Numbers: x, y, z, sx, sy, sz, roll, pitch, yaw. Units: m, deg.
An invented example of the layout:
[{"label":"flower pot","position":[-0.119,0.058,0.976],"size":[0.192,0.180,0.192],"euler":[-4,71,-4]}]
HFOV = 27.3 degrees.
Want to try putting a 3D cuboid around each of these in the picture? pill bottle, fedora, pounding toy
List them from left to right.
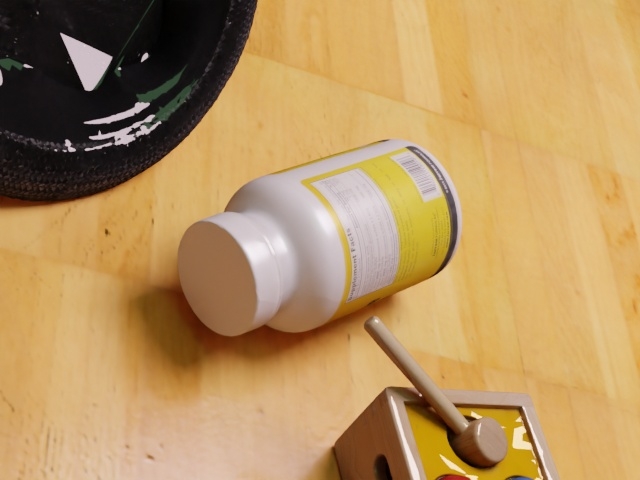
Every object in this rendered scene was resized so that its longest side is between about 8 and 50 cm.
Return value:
[{"label":"fedora","position":[-0.194,-0.189,0.827],"size":[0.334,0.334,0.152],"euler":[-17,31,-41]},{"label":"pill bottle","position":[0.000,0.000,0.861],"size":[0.184,0.103,0.103],"euler":[-20,66,-42]},{"label":"pounding toy","position":[0.077,0.134,0.796],"size":[0.130,0.100,0.141],"euler":[6,51,-29]}]
